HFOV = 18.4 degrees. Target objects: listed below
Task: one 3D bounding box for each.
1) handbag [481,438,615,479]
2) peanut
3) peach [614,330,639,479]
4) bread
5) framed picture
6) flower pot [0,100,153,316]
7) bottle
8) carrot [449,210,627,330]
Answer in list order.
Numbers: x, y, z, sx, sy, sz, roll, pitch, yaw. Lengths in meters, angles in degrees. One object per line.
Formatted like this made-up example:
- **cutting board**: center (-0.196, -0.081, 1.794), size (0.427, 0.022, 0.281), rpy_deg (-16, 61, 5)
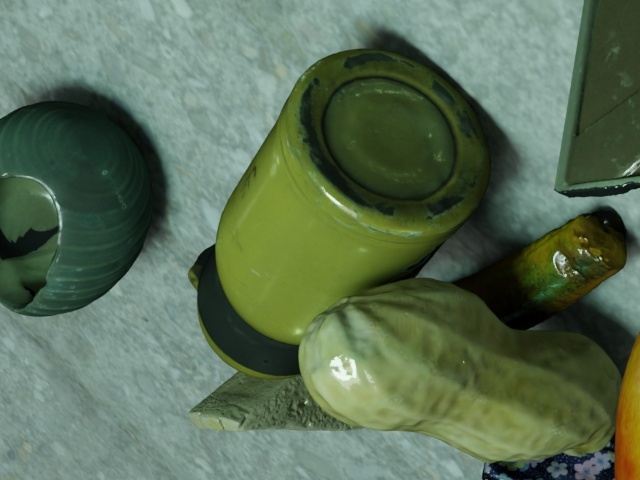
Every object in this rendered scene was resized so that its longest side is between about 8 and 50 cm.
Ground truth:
- **handbag**: center (0.246, 0.260, 1.685), size (0.228, 0.127, 0.208), rpy_deg (23, 146, 24)
- **peanut**: center (0.115, 0.107, 1.558), size (0.290, 0.130, 0.130), rpy_deg (20, 154, -27)
- **peach**: center (0.373, 0.127, 1.245), size (0.388, 0.388, 0.388), rpy_deg (26, 139, 25)
- **bread**: center (-0.042, 0.169, 1.870), size (0.077, 0.152, 0.105), rpy_deg (2, 121, 45)
- **framed picture**: center (0.266, -0.128, 1.270), size (0.018, 0.192, 0.265), rpy_deg (25, 159, -38)
- **flower pot**: center (-0.257, -0.030, 1.888), size (0.189, 0.157, 0.243), rpy_deg (46, 145, 3)
- **bottle**: center (0.000, 0.000, 1.657), size (0.171, 0.171, 0.351), rpy_deg (43, 146, 5)
- **carrot**: center (0.157, 0.042, 1.621), size (0.070, 0.070, 0.260), rpy_deg (50, 143, -4)
